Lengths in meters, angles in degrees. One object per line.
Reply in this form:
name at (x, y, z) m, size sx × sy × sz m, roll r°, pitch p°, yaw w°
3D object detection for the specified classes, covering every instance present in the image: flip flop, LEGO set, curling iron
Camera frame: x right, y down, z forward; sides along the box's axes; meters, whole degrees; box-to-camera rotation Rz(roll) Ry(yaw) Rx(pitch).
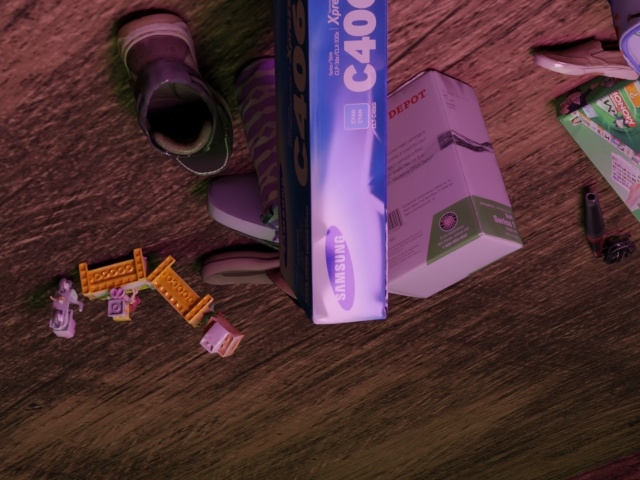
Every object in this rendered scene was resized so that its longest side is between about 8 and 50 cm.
flip flop at (-0.040, 0.056, 1.744) m, size 0.277 × 0.080 × 0.112 m, roll -3°, pitch 159°, yaw 16°
LEGO set at (-0.229, 0.091, 1.741) m, size 0.286 × 0.132 × 0.107 m, roll 7°, pitch 163°, yaw 14°
curling iron at (0.429, -0.022, 1.886) m, size 0.068 × 0.035 × 0.274 m, roll -23°, pitch 153°, yaw 13°

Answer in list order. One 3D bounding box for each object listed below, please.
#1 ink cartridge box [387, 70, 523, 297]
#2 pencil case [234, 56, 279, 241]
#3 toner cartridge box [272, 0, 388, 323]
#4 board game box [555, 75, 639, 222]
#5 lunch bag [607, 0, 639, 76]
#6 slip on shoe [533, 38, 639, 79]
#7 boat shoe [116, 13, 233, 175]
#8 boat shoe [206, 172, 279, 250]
ink cartridge box at (0.127, -0.065, 1.469) m, size 0.160 × 0.220 × 0.092 m, roll -30°, pitch 152°, yaw 35°
pencil case at (-0.040, -0.101, 1.348) m, size 0.086 × 0.206 × 0.088 m, roll 4°, pitch 145°, yaw -25°
toner cartridge box at (0.007, -0.113, 1.163) m, size 0.075 × 0.348 × 0.165 m, roll -5°, pitch -162°, yaw -11°
board game box at (0.471, -0.111, 1.570) m, size 0.213 × 0.046 × 0.317 m, roll -26°, pitch 127°, yaw 29°
lunch bag at (0.438, -0.212, 1.201) m, size 0.243 × 0.115 × 0.303 m, roll -31°, pitch 140°, yaw 31°
slip on shoe at (0.313, -0.215, 1.446) m, size 0.135 × 0.051 × 0.041 m, roll 5°, pitch 111°, yaw -13°
boat shoe at (-0.153, -0.134, 1.357) m, size 0.102 × 0.092 × 0.285 m, roll -11°, pitch 154°, yaw 0°
boat shoe at (0.001, -0.003, 1.586) m, size 0.306 × 0.113 × 0.105 m, roll 9°, pitch 130°, yaw -8°
